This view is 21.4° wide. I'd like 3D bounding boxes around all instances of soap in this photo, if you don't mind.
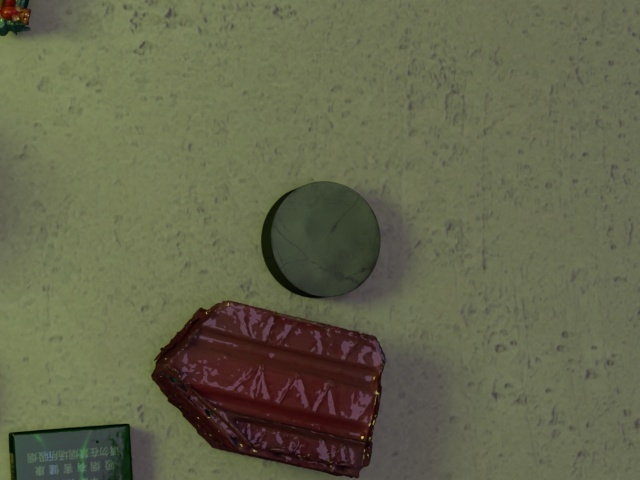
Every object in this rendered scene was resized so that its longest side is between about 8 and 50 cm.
[{"bbox_3d":[-0.060,0.160,1.885,0.250,0.099,0.162,16,80,-18],"label":"soap"}]

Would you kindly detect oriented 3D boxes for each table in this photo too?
[{"bbox_3d":[0.000,0.000,1.951,0.133,0.043,0.133,2,85,-19],"label":"table"}]

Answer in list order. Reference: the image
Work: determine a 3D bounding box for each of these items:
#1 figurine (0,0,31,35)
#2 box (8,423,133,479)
[{"bbox_3d":[-0.376,-0.265,1.825,0.140,0.075,0.068,11,83,-8],"label":"figurine"},{"bbox_3d":[-0.264,0.320,1.829,0.132,0.034,0.235,-2,86,-20],"label":"box"}]
